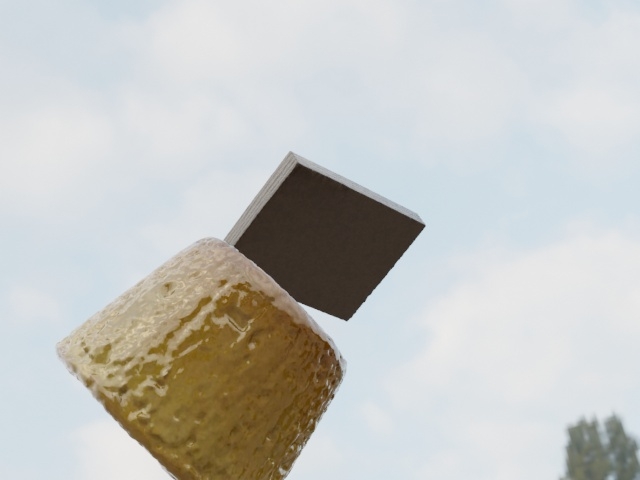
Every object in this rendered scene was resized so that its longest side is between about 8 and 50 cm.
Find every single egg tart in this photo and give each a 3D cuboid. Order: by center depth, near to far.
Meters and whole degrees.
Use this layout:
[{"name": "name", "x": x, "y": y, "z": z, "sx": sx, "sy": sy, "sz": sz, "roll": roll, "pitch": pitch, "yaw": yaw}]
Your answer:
[{"name": "egg tart", "x": -0.075, "y": 0.098, "z": 0.945, "sx": 0.147, "sy": 0.202, "sz": 0.202, "roll": -46, "pitch": -39, "yaw": -10}]

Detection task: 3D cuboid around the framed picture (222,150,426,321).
[{"name": "framed picture", "x": 0.000, "y": 0.000, "z": 1.207, "sx": 0.168, "sy": 0.023, "sz": 0.128, "roll": 24, "pitch": -67, "yaw": -38}]
